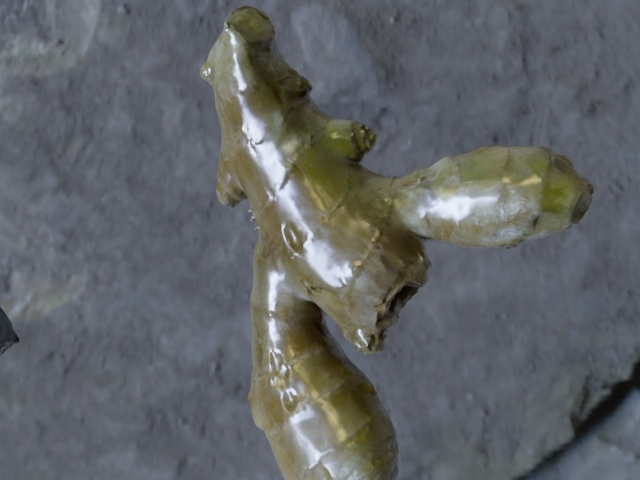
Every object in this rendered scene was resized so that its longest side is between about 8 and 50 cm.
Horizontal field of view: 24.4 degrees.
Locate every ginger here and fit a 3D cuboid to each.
[{"bbox_3d":[0.000,0.011,1.265,0.348,0.122,0.363,36,108,21],"label":"ginger"}]

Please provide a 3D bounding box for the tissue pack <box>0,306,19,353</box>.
[{"bbox_3d":[-0.400,0.029,1.323,0.073,0.173,0.235,-39,82,29],"label":"tissue pack"}]
